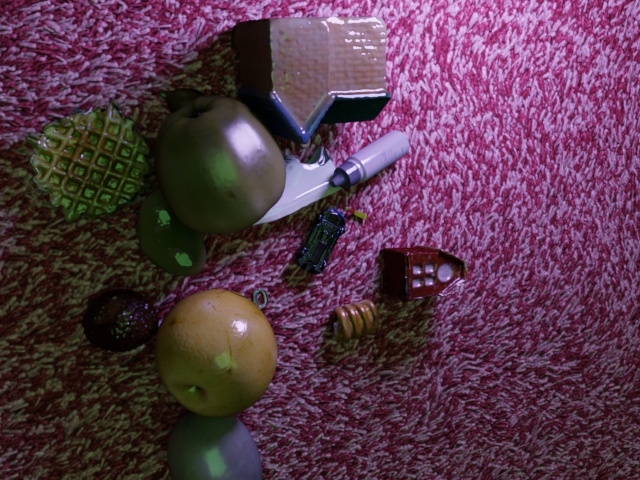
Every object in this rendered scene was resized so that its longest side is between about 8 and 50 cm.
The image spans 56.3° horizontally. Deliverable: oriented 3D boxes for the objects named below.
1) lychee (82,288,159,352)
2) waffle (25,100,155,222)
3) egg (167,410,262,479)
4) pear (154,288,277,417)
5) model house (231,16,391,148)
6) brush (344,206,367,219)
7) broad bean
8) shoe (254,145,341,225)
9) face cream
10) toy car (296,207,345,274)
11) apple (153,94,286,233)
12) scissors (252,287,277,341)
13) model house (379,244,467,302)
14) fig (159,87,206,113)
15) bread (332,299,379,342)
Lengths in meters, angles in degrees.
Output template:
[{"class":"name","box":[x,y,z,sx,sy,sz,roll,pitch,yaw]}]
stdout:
[{"class":"lychee","box":[-0.541,0.221,1.650,0.188,0.188,0.188,-2,96,-19]},{"class":"waffle","box":[-0.617,-0.209,1.626,0.317,0.073,0.297,-27,103,-17]},{"class":"egg","box":[-0.303,0.644,1.723,0.259,0.258,0.352,-21,108,-16]},{"class":"pear","box":[-0.285,0.305,1.651,0.349,0.348,0.348,-2,96,-19]},{"class":"model house","box":[-0.025,-0.450,1.694,0.382,0.335,0.342,-11,109,-23]},{"class":"brush","box":[0.110,-0.089,1.912,0.083,0.021,0.018,22,90,-25]},{"class":"broad bean","box":[-0.421,-0.020,1.700,0.189,0.121,0.263,-15,87,-20]},{"class":"shoe","box":[-0.110,-0.166,1.775,0.363,0.132,0.160,-24,104,-19]},{"class":"face cream","box":[0.143,-0.237,1.822,0.311,0.092,0.092,-35,106,-33]},{"class":"toy car","box":[0.000,0.000,1.863,0.103,0.063,0.216,31,80,-20]},{"class":"apple","box":[-0.269,-0.193,1.573,0.357,0.357,0.357,-2,96,-19]},{"class":"scissors","box":[-0.196,0.251,1.844,0.134,0.020,0.187,-27,102,-19]},{"class":"model house","box":[0.339,0.094,1.919,0.254,0.196,0.160,-8,96,-19]},{"class":"fig","box":[-0.380,-0.376,1.673,0.155,0.103,0.109,17,68,-28]},{"class":"bread","box":[0.112,0.256,1.919,0.177,0.084,0.119,-16,101,-21]}]
